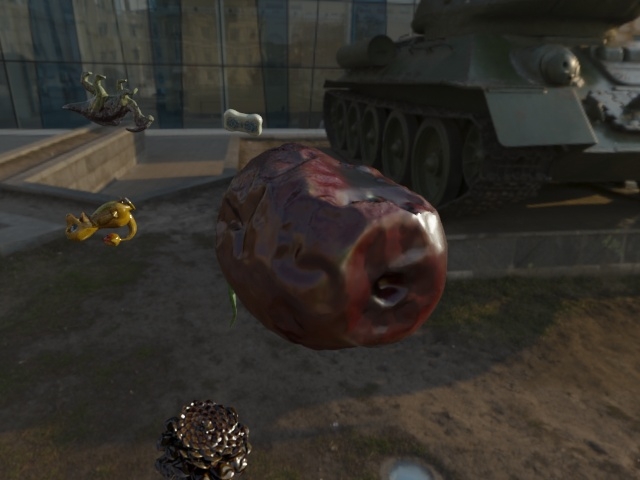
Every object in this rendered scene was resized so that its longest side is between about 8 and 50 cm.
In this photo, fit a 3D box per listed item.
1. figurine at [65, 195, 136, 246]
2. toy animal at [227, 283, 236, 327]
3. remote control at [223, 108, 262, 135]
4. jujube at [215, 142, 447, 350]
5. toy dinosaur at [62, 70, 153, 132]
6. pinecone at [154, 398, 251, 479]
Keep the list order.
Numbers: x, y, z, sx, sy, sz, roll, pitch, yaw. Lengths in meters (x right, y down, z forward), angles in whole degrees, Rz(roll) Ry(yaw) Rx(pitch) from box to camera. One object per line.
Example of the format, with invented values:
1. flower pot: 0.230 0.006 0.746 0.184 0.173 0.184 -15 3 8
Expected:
1. figurine: -0.574 -0.036 1.180 0.176 0.122 0.121 -25 24 -27
2. toy animal: -0.231 0.152 1.295 0.075 0.216 0.041 0 15 1
3. remote control: -0.248 -0.375 1.425 0.122 0.074 0.032 11 45 2
4. jujube: -0.002 0.000 0.625 0.277 0.276 0.377 -8 14 -23
5. toy dinosaur: -0.688 -0.450 1.452 0.295 0.162 0.077 15 17 10
6. pinecone: -0.173 0.313 0.657 0.140 0.120 0.140 23 24 -11
